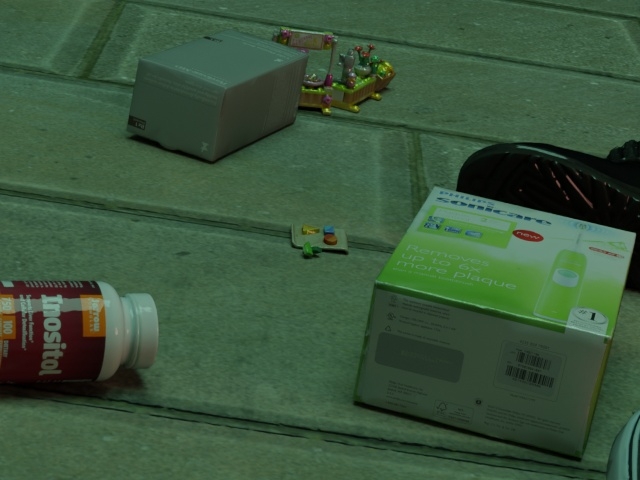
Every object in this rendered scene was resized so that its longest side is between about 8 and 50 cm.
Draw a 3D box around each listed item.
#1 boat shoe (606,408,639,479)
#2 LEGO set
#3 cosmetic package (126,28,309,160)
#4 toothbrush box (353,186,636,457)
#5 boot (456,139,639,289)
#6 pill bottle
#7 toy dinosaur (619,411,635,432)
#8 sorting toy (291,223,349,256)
[{"bbox_3d":[0.288,0.205,1.195,0.121,0.119,0.335,19,29,-12],"label":"boat shoe"},{"bbox_3d":[0.007,-0.241,2.291,0.287,0.107,0.132,-5,25,-32],"label":"LEGO set"},{"bbox_3d":[-0.123,-0.182,2.096,0.127,0.107,0.238,19,20,17],"label":"cosmetic package"},{"bbox_3d":[0.166,0.065,1.559,0.206,0.122,0.283,14,20,11],"label":"toothbrush box"},{"bbox_3d":[0.320,-0.056,1.911,0.348,0.131,0.260,19,27,-3],"label":"boot"},{"bbox_3d":[-0.216,0.075,1.417,0.152,0.086,0.086,0,23,-22],"label":"pill bottle"},{"bbox_3d":[0.331,0.176,1.434,0.268,0.064,0.118,-3,33,-34],"label":"toy dinosaur"},{"bbox_3d":[0.000,0.000,1.803,0.062,0.012,0.083,8,21,-5],"label":"sorting toy"}]
